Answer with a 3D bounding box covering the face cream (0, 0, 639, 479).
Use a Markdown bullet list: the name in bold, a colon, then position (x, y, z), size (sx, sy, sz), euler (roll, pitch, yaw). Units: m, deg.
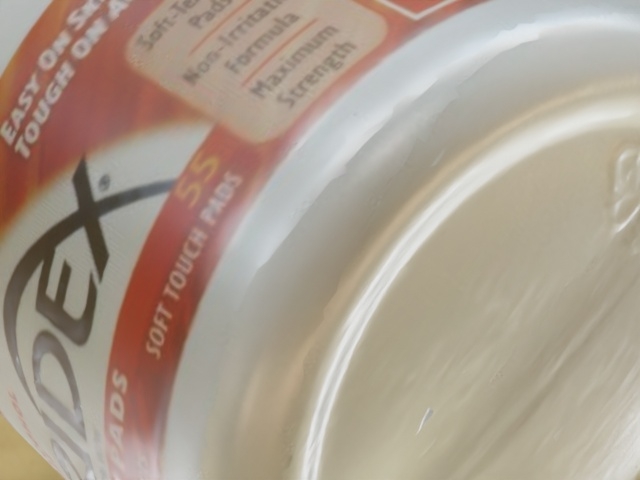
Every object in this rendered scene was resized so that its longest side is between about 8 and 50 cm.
- **face cream**: position (0.000, 0.000, 0.512), size (0.201, 0.187, 0.201), euler (-23, -51, -31)
